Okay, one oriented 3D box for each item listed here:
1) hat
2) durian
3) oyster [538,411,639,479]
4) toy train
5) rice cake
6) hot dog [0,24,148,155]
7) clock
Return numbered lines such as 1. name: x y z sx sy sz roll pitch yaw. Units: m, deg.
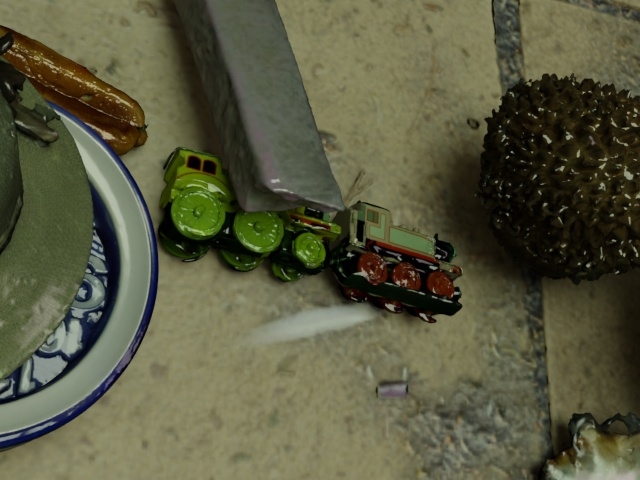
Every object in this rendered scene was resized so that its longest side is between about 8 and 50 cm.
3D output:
1. hat: -0.230 -0.039 0.508 0.257 0.130 0.257 9 70 -25
2. durian: 0.221 -0.050 0.783 0.196 0.196 0.167 -1 85 -27
3. oyster: 0.282 0.243 0.742 0.259 0.092 0.198 16 70 26
4. toy train: 0.000 0.000 0.744 0.249 0.053 0.085 16 61 -21
5. rice cake: -0.070 -0.170 0.735 0.072 0.056 0.365 -7 67 -34
6. hot dog: -0.187 -0.102 0.694 0.144 0.038 0.062 27 61 -19
7. clock: -0.222 0.017 0.614 0.230 0.083 0.231 8 72 -26
